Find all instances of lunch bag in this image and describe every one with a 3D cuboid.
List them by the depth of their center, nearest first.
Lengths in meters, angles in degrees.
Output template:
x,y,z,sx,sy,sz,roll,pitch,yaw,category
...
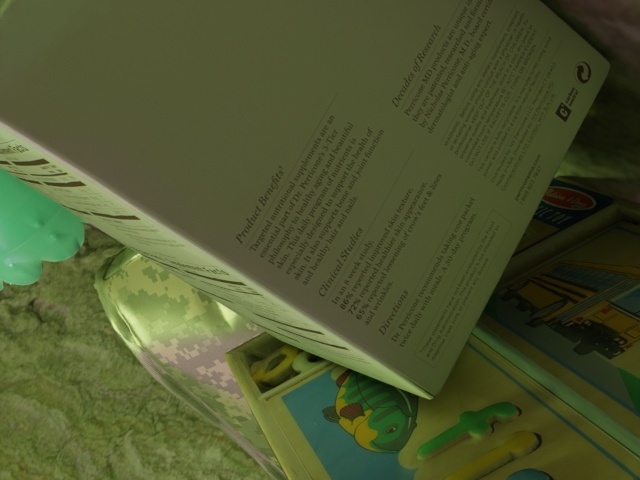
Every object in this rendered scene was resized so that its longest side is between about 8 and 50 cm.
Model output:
x,y,z,sx,sy,sz,roll,pitch,yaw,category
-0.010,0.052,0.860,0.235,0.169,0.287,-28,122,28,lunch bag

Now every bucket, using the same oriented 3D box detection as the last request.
x,y,z,sx,sy,sz,roll,pitch,yaw,category
-0.349,-0.104,1.113,0.281,0.281,0.183,18,161,46,bucket

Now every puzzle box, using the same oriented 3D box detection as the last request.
x,y,z,sx,sy,sz,roll,pitch,yaw,category
0.113,0.078,0.531,0.052,0.272,0.409,66,171,-18,puzzle box

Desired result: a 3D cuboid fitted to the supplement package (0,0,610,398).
x,y,z,sx,sy,sz,roll,pitch,yaw,category
-0.037,-0.079,0.549,0.262,0.199,0.198,34,169,-24,supplement package
